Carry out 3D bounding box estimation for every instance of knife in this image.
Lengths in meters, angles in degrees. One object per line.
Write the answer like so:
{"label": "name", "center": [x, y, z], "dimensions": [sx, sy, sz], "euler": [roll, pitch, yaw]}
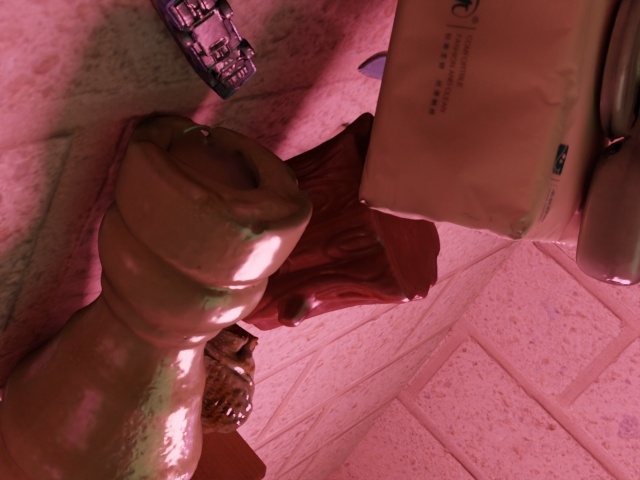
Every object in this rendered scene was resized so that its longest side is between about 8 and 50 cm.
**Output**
{"label": "knife", "center": [0.134, -0.229, 1.225], "dimensions": [0.044, 0.019, 0.313], "euler": [-51, 159, 25]}

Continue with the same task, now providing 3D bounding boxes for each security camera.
{"label": "security camera", "center": [0.313, -0.104, 0.880], "dimensions": [0.157, 0.080, 0.301], "euler": [-33, 129, -55]}

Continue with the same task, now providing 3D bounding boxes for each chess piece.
{"label": "chess piece", "center": [-0.177, 0.097, 0.936], "dimensions": [0.234, 0.234, 0.442], "euler": [-16, 143, -55]}

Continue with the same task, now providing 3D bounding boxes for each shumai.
{"label": "shumai", "center": [-0.181, 0.182, 1.321], "dimensions": [0.184, 0.184, 0.142], "euler": [-52, -169, 21]}

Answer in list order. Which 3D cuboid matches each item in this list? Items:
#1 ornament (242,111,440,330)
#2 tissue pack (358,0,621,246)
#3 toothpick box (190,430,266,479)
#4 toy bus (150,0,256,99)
{"label": "ornament", "center": [0.000, 0.000, 1.037], "dimensions": [0.218, 0.221, 0.235], "euler": [-18, 147, 24]}
{"label": "tissue pack", "center": [0.201, -0.193, 0.930], "dimensions": [0.297, 0.207, 0.380], "euler": [-3, 105, -63]}
{"label": "toothpick box", "center": [-0.257, 0.445, 1.585], "dimensions": [0.187, 0.190, 0.308], "euler": [-31, 161, -39]}
{"label": "toy bus", "center": [-0.100, -0.179, 0.760], "dimensions": [0.051, 0.061, 0.153], "euler": [-42, 160, -4]}
